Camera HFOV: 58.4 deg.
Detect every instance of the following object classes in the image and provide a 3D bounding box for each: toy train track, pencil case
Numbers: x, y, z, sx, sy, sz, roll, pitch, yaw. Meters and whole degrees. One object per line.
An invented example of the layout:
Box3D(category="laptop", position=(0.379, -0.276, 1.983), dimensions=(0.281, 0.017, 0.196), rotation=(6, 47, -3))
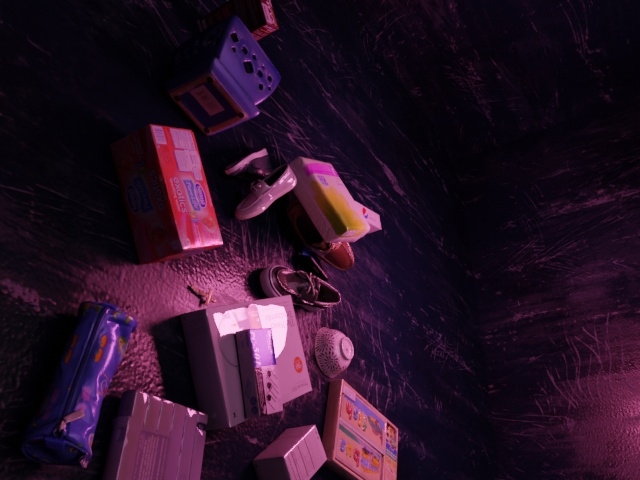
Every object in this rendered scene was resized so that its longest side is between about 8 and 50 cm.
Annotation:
Box3D(category="toy train track", position=(-0.304, 0.138, 1.473), dimensions=(0.083, 0.014, 0.048), rotation=(40, 48, -35))
Box3D(category="pencil case", position=(-0.436, 0.256, 1.055), dimensions=(0.119, 0.133, 0.306), rotation=(20, 49, -15))

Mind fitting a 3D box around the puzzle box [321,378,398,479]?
Box3D(category="puzzle box", position=(0.140, 0.674, 1.898), dimensions=(0.409, 0.052, 0.272), rotation=(48, 37, -37))

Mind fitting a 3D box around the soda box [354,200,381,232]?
Box3D(category="soda box", position=(0.167, -0.093, 2.358), dimensions=(0.216, 0.074, 0.069), rotation=(23, 55, -54))

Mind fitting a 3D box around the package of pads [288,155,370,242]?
Box3D(category="package of pads", position=(0.026, -0.129, 1.898), dimensions=(0.296, 0.101, 0.229), rotation=(59, 22, 13))

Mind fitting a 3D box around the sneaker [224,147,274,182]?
Box3D(category="sneaker", position=(-0.196, -0.188, 1.770), dimensions=(0.163, 0.086, 0.226), rotation=(66, 29, -8))

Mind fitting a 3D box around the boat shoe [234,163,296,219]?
Box3D(category="boat shoe", position=(-0.172, -0.151, 1.709), dimensions=(0.227, 0.079, 0.081), rotation=(-39, 128, -22))

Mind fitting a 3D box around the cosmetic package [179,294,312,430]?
Box3D(category="cosmetic package", position=(-0.182, 0.304, 1.508), dimensions=(0.377, 0.097, 0.284), rotation=(-1, 78, -60))

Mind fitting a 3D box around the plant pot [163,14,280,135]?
Box3D(category="plant pot", position=(-0.285, -0.447, 1.622), dimensions=(0.236, 0.236, 0.212), rotation=(49, 42, -36))

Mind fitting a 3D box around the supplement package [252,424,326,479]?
Box3D(category="supplement package", position=(-0.079, 0.580, 1.515), dimensions=(0.179, 0.105, 0.105), rotation=(-21, 92, -61))

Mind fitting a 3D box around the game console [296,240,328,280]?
Box3D(category="game console", position=(-0.021, 0.069, 1.948), dimensions=(0.071, 0.107, 0.122), rotation=(-53, 124, -23))

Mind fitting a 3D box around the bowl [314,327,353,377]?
Box3D(category="bowl", position=(0.058, 0.365, 1.903), dimensions=(0.170, 0.080, 0.170), rotation=(38, 42, -46))

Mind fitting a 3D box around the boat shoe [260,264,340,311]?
Box3D(category="boat shoe", position=(-0.053, 0.142, 1.793), dimensions=(0.335, 0.119, 0.121), rotation=(25, 53, -53))

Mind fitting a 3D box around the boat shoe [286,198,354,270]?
Box3D(category="boat shoe", position=(0.000, 0.000, 1.948), dimensions=(0.324, 0.123, 0.116), rotation=(44, 16, -25))

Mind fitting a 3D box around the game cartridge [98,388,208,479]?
Box3D(category="game cartridge", position=(-0.343, 0.502, 1.153), dimensions=(0.230, 0.068, 0.355), rotation=(36, 45, -41))

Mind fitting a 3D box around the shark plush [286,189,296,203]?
Box3D(category="shark plush", position=(-0.109, -0.193, 1.990), dimensions=(0.067, 0.073, 0.161), rotation=(69, 1, -47))

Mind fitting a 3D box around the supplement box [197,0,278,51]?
Box3D(category="supplement box", position=(-0.258, -0.668, 1.774), dimensions=(0.073, 0.239, 0.130), rotation=(-10, 84, -61))

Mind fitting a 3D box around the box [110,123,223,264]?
Box3D(category="box", position=(-0.365, -0.108, 1.370), dimensions=(0.154, 0.142, 0.300), rotation=(-10, 83, -61))

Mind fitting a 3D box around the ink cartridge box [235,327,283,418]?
Box3D(category="ink cartridge box", position=(-0.150, 0.321, 1.406), dimensions=(0.097, 0.046, 0.207), rotation=(11, 66, -59))
